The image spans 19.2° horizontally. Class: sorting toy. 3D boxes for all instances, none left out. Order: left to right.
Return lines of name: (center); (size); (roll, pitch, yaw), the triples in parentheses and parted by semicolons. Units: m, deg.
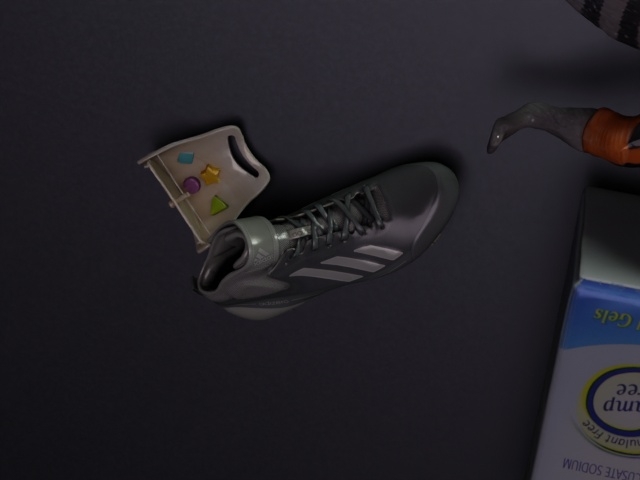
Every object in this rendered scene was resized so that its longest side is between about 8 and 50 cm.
sorting toy: (-0.081, -0.047, 1.407); (0.075, 0.045, 0.083); (-30, 103, 12)

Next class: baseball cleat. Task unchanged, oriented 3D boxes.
baseball cleat: (0.000, 0.000, 1.372); (0.206, 0.109, 0.072); (-32, 64, 20)

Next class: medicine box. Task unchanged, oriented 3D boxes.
medicine box: (0.286, 0.138, 1.339); (0.263, 0.149, 0.289); (11, 120, 6)

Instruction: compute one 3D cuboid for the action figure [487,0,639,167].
action figure: (0.304, -0.149, 1.216); (0.330, 0.178, 0.341); (16, 110, 5)
